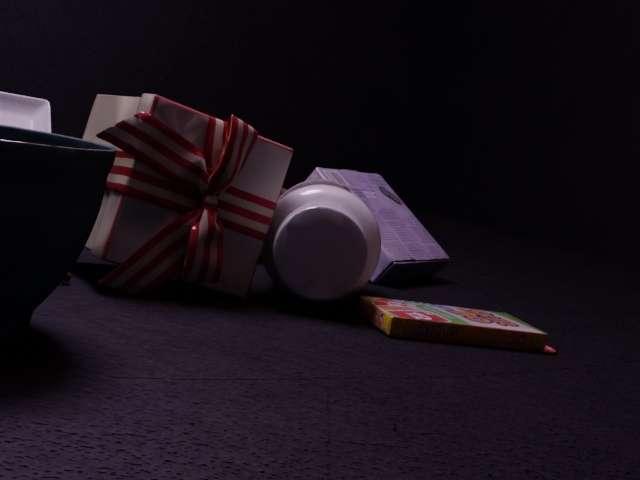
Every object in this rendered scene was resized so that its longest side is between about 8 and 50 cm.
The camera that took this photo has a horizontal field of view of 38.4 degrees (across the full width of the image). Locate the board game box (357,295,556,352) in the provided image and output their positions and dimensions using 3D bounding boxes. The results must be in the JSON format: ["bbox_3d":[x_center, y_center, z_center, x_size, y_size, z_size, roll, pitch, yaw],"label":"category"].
[{"bbox_3d":[0.193,0.118,1.288,0.259,0.039,0.124,11,6,-19],"label":"board game box"}]

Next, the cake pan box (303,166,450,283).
[{"bbox_3d":[0.107,-0.030,1.770,0.246,0.070,0.267,50,24,20],"label":"cake pan box"}]

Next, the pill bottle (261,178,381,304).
[{"bbox_3d":[0.000,0.000,1.386,0.176,0.176,0.318,10,6,-1],"label":"pill bottle"}]

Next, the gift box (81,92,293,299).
[{"bbox_3d":[-0.222,-0.060,1.274,0.276,0.255,0.258,13,2,-36],"label":"gift box"}]

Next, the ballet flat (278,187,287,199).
[{"bbox_3d":[-0.059,-0.029,1.725,0.342,0.116,0.124,39,23,-43],"label":"ballet flat"}]

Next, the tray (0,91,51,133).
[{"bbox_3d":[-0.520,-0.125,1.526,0.145,0.270,0.030,7,-28,-34],"label":"tray"}]

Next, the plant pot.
[{"bbox_3d":[-0.352,-0.014,0.863,0.293,0.196,0.293,9,6,-1],"label":"plant pot"}]

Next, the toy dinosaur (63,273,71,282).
[{"bbox_3d":[-0.363,0.042,1.168,0.082,0.047,0.090,20,41,10],"label":"toy dinosaur"}]
